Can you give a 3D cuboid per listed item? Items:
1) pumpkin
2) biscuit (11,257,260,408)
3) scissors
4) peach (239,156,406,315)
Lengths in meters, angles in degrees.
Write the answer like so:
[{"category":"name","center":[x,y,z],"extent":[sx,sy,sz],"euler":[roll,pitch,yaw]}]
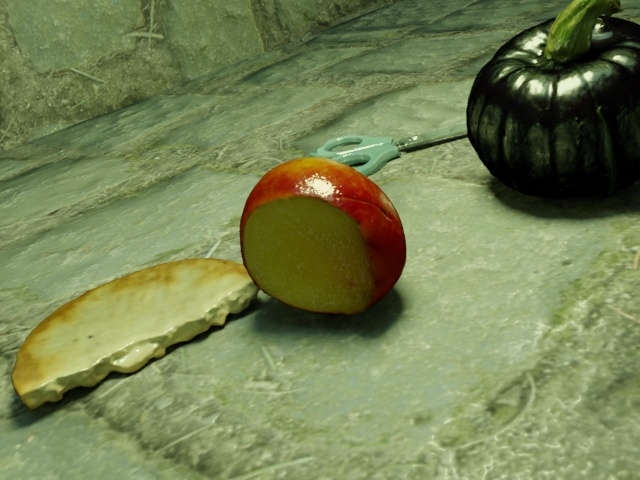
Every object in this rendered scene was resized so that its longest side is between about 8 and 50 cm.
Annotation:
[{"category":"pumpkin","center":[0.339,-0.206,0.893],"extent":[0.295,0.296,0.296],"euler":[-11,25,5]},{"category":"biscuit","center":[-0.240,0.098,0.832],"extent":[0.308,0.040,0.204],"euler":[-25,28,-25]},{"category":"scissors","center":[0.159,-0.180,1.227],"extent":[0.360,0.030,0.191],"euler":[-12,29,-2]},{"category":"peach","center":[0.000,0.000,0.753],"extent":[0.190,0.190,0.192],"euler":[-17,33,-6]}]
